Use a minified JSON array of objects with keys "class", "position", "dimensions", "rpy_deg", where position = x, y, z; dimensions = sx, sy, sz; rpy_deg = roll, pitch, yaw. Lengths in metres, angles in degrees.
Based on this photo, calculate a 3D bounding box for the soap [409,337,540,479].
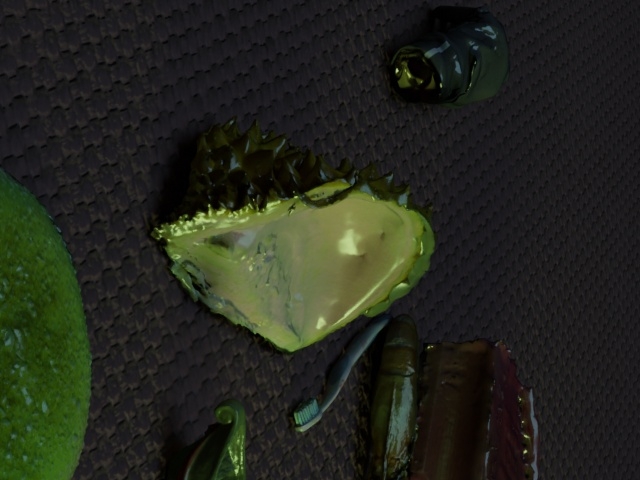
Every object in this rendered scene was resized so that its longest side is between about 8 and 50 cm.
[{"class":"soap","position":[0.169,0.275,1.992],"dimensions":[0.182,0.112,0.289],"rpy_deg":[45,48,-54]}]

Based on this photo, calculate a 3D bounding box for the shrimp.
[{"class":"shrimp","position":[0.079,0.193,1.899],"dimensions":[0.133,0.053,0.236],"rpy_deg":[94,4,-62]}]

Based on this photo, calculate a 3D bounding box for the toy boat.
[{"class":"toy boat","position":[-0.086,0.227,1.495],"dimensions":[0.089,0.071,0.185],"rpy_deg":[-27,110,-64]}]

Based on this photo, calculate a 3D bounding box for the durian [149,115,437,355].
[{"class":"durian","position":[0.004,-0.008,1.607],"dimensions":[0.305,0.195,0.186],"rpy_deg":[51,34,-47]}]

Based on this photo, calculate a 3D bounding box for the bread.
[{"class":"bread","position":[-0.238,0.083,1.234],"dimensions":[0.301,0.045,0.301],"rpy_deg":[-5,90,-66]}]

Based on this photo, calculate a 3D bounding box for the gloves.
[{"class":"gloves","position":[0.165,-0.214,2.111],"dimensions":[0.285,0.119,0.142],"rpy_deg":[-49,160,-62]}]

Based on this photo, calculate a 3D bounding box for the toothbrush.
[{"class":"toothbrush","position":[0.027,0.131,1.818],"dimensions":[0.269,0.021,0.027],"rpy_deg":[-45,131,-60]}]
